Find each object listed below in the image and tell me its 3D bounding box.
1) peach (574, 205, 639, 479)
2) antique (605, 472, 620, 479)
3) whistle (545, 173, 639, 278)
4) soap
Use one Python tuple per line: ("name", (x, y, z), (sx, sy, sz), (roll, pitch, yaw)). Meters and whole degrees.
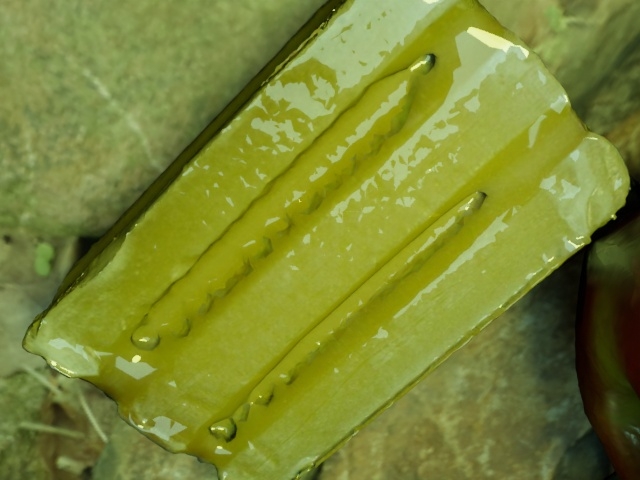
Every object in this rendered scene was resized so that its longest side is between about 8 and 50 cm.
("peach", (0.316, 0.047, 0.403), (0.338, 0.281, 0.281), (-21, 115, -4))
("antique", (0.305, 0.197, 0.562), (0.183, 0.088, 0.086), (-42, 110, 14))
("whistle", (0.134, 0.017, 0.494), (0.176, 0.033, 0.033), (-40, 112, 13))
("soap", (0.000, 0.000, 0.445), (0.199, 0.091, 0.315), (39, 106, -20))
